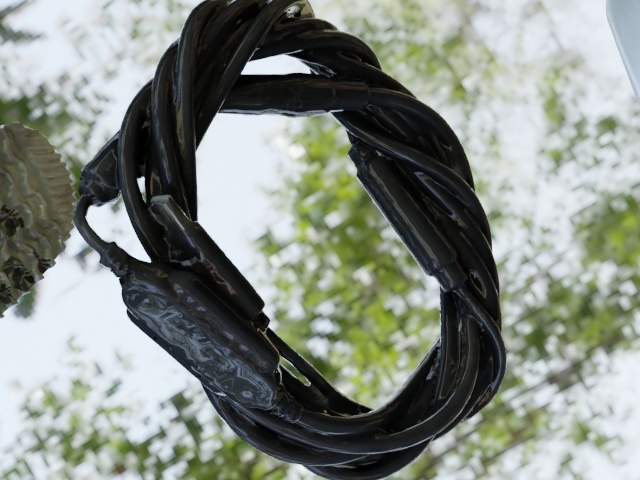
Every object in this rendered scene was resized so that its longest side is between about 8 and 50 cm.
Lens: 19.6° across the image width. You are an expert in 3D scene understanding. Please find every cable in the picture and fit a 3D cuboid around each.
[{"bbox_3d":[0.000,0.000,0.670,0.184,0.047,0.151,41,-125,-24],"label":"cable"}]

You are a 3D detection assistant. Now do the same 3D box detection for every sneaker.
[{"bbox_3d":[-0.266,0.045,0.989,0.293,0.146,0.102,-42,-65,-44],"label":"sneaker"}]

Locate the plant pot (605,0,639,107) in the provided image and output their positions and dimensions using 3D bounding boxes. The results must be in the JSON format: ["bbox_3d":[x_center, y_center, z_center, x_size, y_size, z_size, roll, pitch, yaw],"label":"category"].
[{"bbox_3d":[0.202,-0.039,0.599,0.234,0.165,0.166,55,176,21],"label":"plant pot"}]
